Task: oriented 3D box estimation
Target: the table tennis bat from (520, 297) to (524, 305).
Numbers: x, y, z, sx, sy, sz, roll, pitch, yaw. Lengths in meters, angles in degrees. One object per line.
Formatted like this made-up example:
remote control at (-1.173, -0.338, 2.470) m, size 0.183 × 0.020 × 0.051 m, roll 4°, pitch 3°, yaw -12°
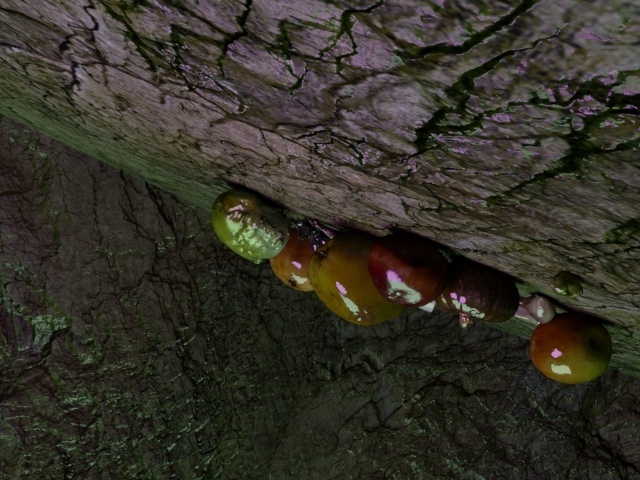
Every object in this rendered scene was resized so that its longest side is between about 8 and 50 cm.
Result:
table tennis bat at (0.521, 0.150, 1.717) m, size 0.234 × 0.022 × 0.131 m, roll 23°, pitch 175°, yaw 22°

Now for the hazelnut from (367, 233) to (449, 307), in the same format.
hazelnut at (0.208, 0.073, 1.381) m, size 0.203 × 0.178 × 0.178 m, roll 21°, pitch 175°, yaw 17°

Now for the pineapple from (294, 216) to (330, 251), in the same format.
pineapple at (0.000, 0.000, 1.907) m, size 0.125 × 0.125 × 0.251 m, roll 18°, pitch 169°, yaw 41°

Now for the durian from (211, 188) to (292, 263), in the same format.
durian at (-0.222, -0.057, 1.837) m, size 0.255 × 0.205 × 0.339 m, roll -3°, pitch 149°, yaw 45°

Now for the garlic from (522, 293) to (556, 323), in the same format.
garlic at (0.577, 0.181, 1.500) m, size 0.084 × 0.066 × 0.152 m, roll 23°, pitch 178°, yaw 9°

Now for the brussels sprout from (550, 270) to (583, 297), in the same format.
brussels sprout at (0.478, 0.086, 1.097) m, size 0.083 × 0.046 × 0.050 m, roll 13°, pitch 178°, yaw -41°

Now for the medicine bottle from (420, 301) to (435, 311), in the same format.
medicine bottle at (0.278, 0.136, 1.914) m, size 0.251 × 0.145 × 0.144 m, roll 20°, pitch 175°, yaw 8°

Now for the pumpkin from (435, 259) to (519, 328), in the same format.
pumpkin at (0.379, 0.143, 1.448) m, size 0.218 × 0.163 × 0.219 m, roll 18°, pitch 177°, yaw 1°

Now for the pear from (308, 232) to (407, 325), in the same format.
pear at (0.119, 0.116, 1.689) m, size 0.321 × 0.269 × 0.269 m, roll 34°, pitch 172°, yaw -18°

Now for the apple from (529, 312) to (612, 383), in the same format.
apple at (0.668, 0.285, 1.517) m, size 0.195 × 0.196 × 0.196 m, roll 22°, pitch 175°, yaw 2°

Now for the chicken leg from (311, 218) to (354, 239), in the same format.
chicken leg at (0.068, -0.010, 1.804) m, size 0.204 × 0.053 × 0.093 m, roll 14°, pitch 150°, yaw 16°

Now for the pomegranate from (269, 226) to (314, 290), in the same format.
pomegranate at (-0.056, 0.066, 2.117) m, size 0.260 × 0.261 × 0.260 m, roll 22°, pitch 175°, yaw 2°

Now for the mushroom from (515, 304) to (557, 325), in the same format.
mushroom at (0.675, 0.240, 1.742) m, size 0.209 × 0.071 × 0.084 m, roll 25°, pitch -156°, yaw 1°
